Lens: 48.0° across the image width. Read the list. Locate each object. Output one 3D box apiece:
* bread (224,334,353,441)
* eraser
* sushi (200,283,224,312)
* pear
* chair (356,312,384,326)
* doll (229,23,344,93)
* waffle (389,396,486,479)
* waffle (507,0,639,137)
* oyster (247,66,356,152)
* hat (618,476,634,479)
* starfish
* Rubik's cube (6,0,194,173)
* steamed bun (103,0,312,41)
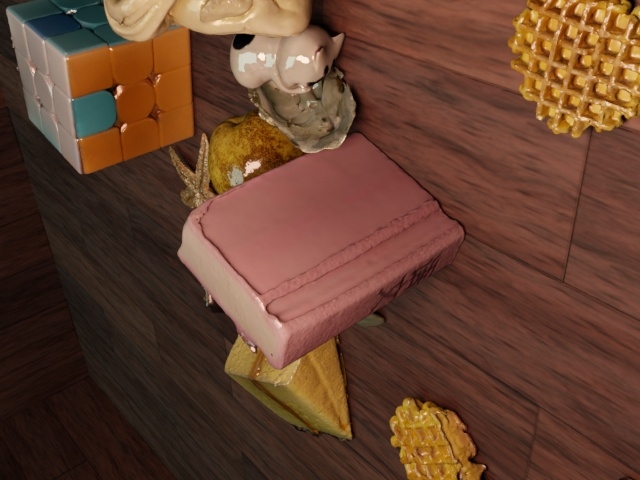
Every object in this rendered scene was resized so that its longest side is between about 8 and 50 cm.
[{"bbox_3d":[-0.033,0.309,1.716,0.346,0.242,0.405,10,155,48],"label":"bread"},{"bbox_3d":[0.000,0.000,1.113,0.272,0.359,0.122,48,146,25],"label":"eraser"},{"bbox_3d":[-0.137,0.073,1.525,0.204,0.200,0.213,-25,91,55],"label":"sushi"},{"bbox_3d":[-0.113,-0.152,1.330,0.197,0.197,0.197,35,139,38],"label":"pear"},{"bbox_3d":[-0.029,0.055,1.363,0.160,0.319,0.186,-7,75,55],"label":"chair"},{"bbox_3d":[-0.058,-0.298,1.166,0.181,0.110,0.107,13,133,23],"label":"doll"},{"bbox_3d":[0.242,0.439,1.374,0.283,0.065,0.309,36,143,40],"label":"waffle"},{"bbox_3d":[0.297,-0.206,0.831,0.191,0.038,0.191,35,139,37],"label":"waffle"},{"bbox_3d":[-0.041,-0.233,1.226,0.252,0.087,0.199,2,72,38],"label":"oyster"},{"bbox_3d":[0.439,0.457,1.054,0.129,0.140,0.227,9,108,41],"label":"hat"},{"bbox_3d":[-0.308,-0.142,1.756,0.231,0.048,0.295,35,138,38],"label":"starfish"},{"bbox_3d":[-0.481,-0.369,1.604,0.290,0.292,0.291,41,141,33],"label":"Rubik's cube"},{"bbox_3d":[-0.190,-0.446,1.081,0.394,0.346,0.237,17,123,27],"label":"steamed bun"}]
